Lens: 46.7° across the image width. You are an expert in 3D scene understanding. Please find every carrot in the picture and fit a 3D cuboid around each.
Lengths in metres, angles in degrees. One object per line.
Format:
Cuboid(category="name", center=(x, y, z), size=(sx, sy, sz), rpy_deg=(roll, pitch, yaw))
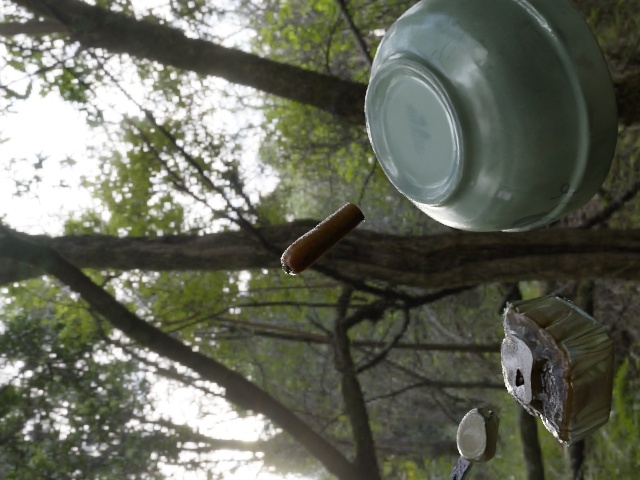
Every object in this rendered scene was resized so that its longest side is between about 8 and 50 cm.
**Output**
Cuboid(category="carrot", center=(0.000, 0.000, 1.654), size=(0.225, 0.067, 0.067), rpy_deg=(-38, -47, -20))

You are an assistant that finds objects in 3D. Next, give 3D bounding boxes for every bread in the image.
Cuboid(category="bread", center=(0.393, 0.215, 1.258), size=(0.192, 0.109, 0.210), rpy_deg=(-135, 34, -55))

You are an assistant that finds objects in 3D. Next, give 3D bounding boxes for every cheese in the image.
Cuboid(category="cheese", center=(0.319, 0.432, 1.532), size=(0.047, 0.092, 0.171), rpy_deg=(19, -98, -30))

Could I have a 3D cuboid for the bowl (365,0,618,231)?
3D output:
Cuboid(category="bowl", center=(0.163, -0.141, 0.844), size=(0.163, 0.307, 0.307), rpy_deg=(-22, -67, -26))
